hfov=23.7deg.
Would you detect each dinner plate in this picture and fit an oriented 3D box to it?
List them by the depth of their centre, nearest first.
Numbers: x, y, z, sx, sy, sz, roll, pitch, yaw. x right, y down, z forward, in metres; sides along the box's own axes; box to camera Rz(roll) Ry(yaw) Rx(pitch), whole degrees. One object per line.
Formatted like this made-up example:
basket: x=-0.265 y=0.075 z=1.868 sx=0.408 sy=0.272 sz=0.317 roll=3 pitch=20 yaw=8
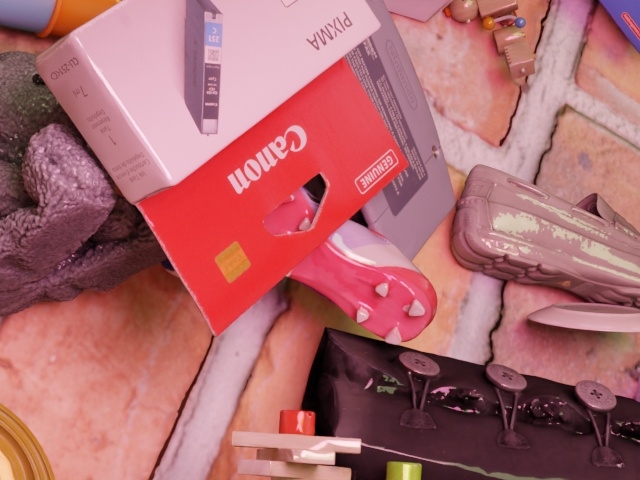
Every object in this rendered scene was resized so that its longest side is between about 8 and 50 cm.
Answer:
dinner plate: x=0.280 y=0.076 z=1.545 sx=0.141 sy=0.141 sz=0.017 roll=1 pitch=94 yaw=-28

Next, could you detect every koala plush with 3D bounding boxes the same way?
koala plush: x=-0.248 y=-0.069 z=1.299 sx=0.196 sy=0.203 sz=0.221 roll=21 pitch=43 yaw=-60

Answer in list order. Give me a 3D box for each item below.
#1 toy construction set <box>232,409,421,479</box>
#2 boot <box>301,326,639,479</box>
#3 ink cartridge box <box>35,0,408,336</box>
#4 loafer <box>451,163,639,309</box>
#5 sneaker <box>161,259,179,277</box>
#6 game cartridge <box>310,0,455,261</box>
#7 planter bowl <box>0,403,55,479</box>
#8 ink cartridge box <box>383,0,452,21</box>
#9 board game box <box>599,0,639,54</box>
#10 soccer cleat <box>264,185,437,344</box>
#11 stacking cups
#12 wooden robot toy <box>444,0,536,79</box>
toy construction set: x=0.019 y=0.295 z=1.225 sx=0.151 sy=0.215 sz=0.327 roll=-15 pitch=105 yaw=-72
boot: x=0.203 y=0.163 z=1.449 sx=0.445 sy=0.367 sz=0.146 roll=7 pitch=106 yaw=-4
ink cartridge box: x=-0.051 y=-0.110 z=1.252 sx=0.296 sy=0.066 sz=0.261 roll=-42 pitch=104 yaw=-41
loafer: x=0.288 y=0.005 z=1.593 sx=0.320 sy=0.112 sz=0.111 roll=18 pitch=71 yaw=-21
sneaker: x=-0.104 y=-0.102 z=1.424 sx=0.131 sy=0.112 sz=0.296 roll=0 pitch=69 yaw=-28
game cartridge: x=0.035 y=-0.129 z=1.467 sx=0.297 sy=0.062 sz=0.198 roll=66 pitch=29 yaw=-16
planter bowl: x=-0.297 y=0.204 z=1.205 sx=0.217 sy=0.090 sz=0.217 roll=11 pitch=65 yaw=-25
ink cartridge box: x=0.072 y=-0.360 z=1.638 sx=0.154 sy=0.093 sz=0.212 roll=12 pitch=63 yaw=-24
board game box: x=0.349 y=-0.411 z=1.686 sx=0.347 sy=0.233 sz=0.078 roll=49 pitch=21 yaw=-17
soccer cleat: x=0.000 y=0.000 z=1.369 sx=0.248 sy=0.083 sz=0.095 roll=36 pitch=20 yaw=-5
stacking cups: x=-0.279 y=-0.239 z=1.399 sx=0.316 sy=0.096 sz=0.096 roll=6 pitch=67 yaw=-28
wooden robot toy: x=0.178 y=-0.251 z=1.682 sx=0.079 sy=0.076 sz=0.173 roll=-16 pitch=76 yaw=3
